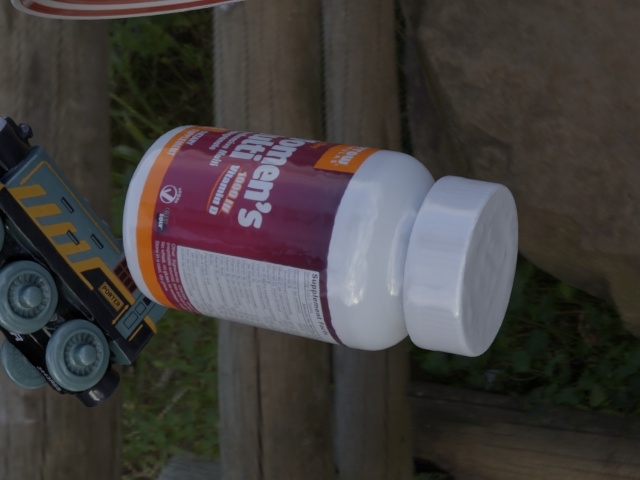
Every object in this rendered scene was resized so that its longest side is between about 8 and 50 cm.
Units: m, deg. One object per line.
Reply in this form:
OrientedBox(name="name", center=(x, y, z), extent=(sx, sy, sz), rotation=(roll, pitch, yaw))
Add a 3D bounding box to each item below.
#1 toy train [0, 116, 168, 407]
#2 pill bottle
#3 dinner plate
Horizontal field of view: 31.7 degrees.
OrientedBox(name="toy train", center=(-0.309, 0.024, 1.226), extent=(0.142, 0.334, 0.190), rotation=(-8, 37, 46))
OrientedBox(name="pill bottle", center=(0.000, 0.000, 0.689), extent=(0.221, 0.121, 0.121), rotation=(9, 88, 26))
OrientedBox(name="dinner plate", center=(-0.050, -0.108, 0.439), extent=(0.141, 0.141, 0.017), rotation=(-8, 93, 23))
